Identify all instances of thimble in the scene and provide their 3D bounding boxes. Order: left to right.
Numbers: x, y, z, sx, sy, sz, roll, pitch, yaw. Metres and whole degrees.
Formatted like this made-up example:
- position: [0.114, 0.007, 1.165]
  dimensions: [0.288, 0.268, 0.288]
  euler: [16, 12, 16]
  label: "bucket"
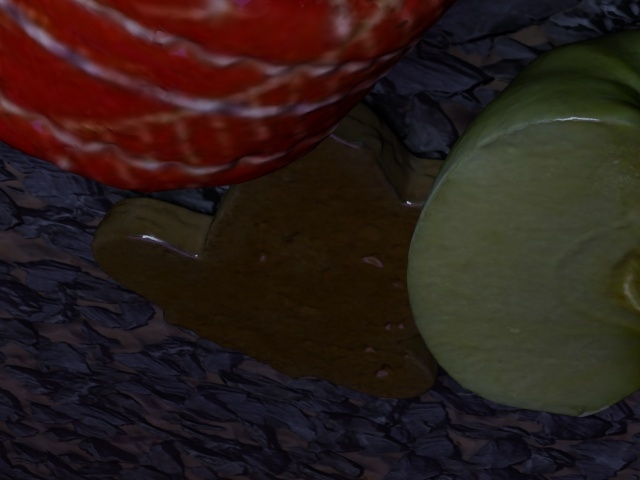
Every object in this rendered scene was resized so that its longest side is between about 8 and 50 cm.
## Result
- position: [-0.076, -0.214, 0.890]
  dimensions: [0.350, 0.350, 0.230]
  euler: [23, 146, -12]
  label: "thimble"

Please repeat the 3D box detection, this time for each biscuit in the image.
- position: [0.000, 0.000, 1.471]
  dimensions: [0.368, 0.076, 0.394]
  euler: [24, 145, -13]
  label: "biscuit"

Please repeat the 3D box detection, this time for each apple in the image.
- position: [0.256, 0.004, 1.160]
  dimensions: [0.311, 0.320, 0.360]
  euler: [44, 158, 33]
  label: "apple"
